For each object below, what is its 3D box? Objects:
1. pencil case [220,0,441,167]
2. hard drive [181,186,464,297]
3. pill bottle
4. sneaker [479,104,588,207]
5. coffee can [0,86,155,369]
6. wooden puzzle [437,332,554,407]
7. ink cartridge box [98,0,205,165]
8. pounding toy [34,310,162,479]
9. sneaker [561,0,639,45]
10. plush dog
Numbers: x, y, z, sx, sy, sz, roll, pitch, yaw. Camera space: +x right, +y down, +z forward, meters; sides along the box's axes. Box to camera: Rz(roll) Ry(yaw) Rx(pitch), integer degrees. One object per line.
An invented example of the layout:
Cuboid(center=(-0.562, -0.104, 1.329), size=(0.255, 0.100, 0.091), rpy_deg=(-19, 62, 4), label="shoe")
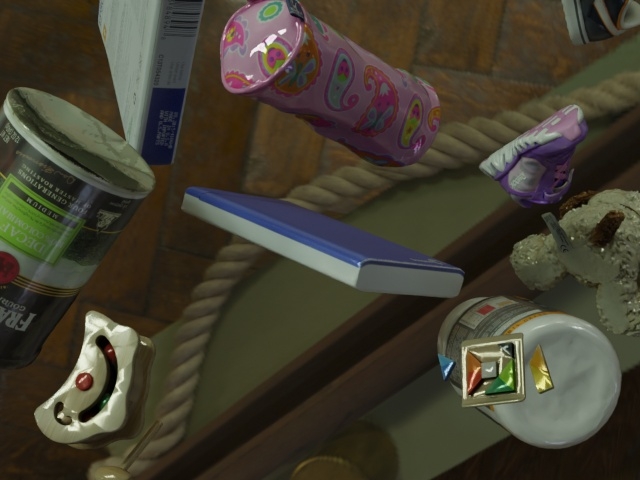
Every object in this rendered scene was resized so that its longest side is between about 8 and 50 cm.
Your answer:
Cuboid(center=(0.014, -0.171, 1.235), size=(0.124, 0.284, 0.124), rpy_deg=(-14, 66, 35), label="pencil case")
Cuboid(center=(0.000, 0.000, 1.478), size=(0.319, 0.210, 0.040), rpy_deg=(23, 100, 40), label="hard drive")
Cuboid(center=(0.250, 0.154, 1.443), size=(0.162, 0.278, 0.162), rpy_deg=(-1, 96, -11), label="pill bottle")
Cuboid(center=(0.303, -0.103, 1.531), size=(0.095, 0.236, 0.104), rpy_deg=(-31, 87, -17), label="sneaker")
Cuboid(center=(-0.355, -0.014, 1.366), size=(0.201, 0.201, 0.275), rpy_deg=(40, 105, 12), label="coffee can")
Cuboid(center=(0.170, 0.127, 1.125), size=(0.116, 0.014, 0.078), rpy_deg=(-19, 58, 27), label="wooden puzzle")
Cuboid(center=(-0.229, -0.326, 1.523), size=(0.071, 0.324, 0.330), rpy_deg=(-1, 46, -19), label="ink cartridge box")
Cuboid(center=(-0.348, 0.261, 1.831), size=(0.154, 0.155, 0.269), rpy_deg=(3, 72, 16), label="pounding toy")
Cuboid(center=(0.420, -0.445, 1.765), size=(0.127, 0.321, 0.126), rpy_deg=(-8, 52, 22), label="sneaker")
Cuboid(center=(0.466, -0.007, 1.820), size=(0.262, 0.225, 0.210), rpy_deg=(28, 131, 21), label="plush dog")
